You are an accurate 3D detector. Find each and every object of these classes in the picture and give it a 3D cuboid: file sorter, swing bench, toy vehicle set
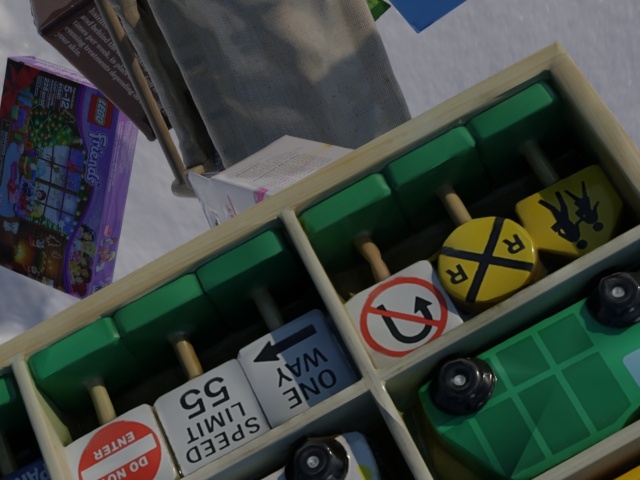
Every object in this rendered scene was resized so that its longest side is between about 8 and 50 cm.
[{"bbox_3d":[0.152,-0.374,1.866,0.170,0.118,0.104,-33,60,13],"label":"file sorter"},{"bbox_3d":[-0.063,-0.156,1.199,0.165,0.254,0.253,-29,112,-14],"label":"swing bench"},{"bbox_3d":[-0.013,0.076,0.372,0.266,0.035,0.166,-29,56,0],"label":"toy vehicle set"}]

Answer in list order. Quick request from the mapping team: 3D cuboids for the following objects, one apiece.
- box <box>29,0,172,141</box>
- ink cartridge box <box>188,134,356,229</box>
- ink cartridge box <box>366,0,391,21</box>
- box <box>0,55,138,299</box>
[{"bbox_3d":[-0.078,-0.286,1.406,0.381,0.191,0.143,-31,46,13],"label":"box"},{"bbox_3d":[0.000,0.000,0.857,0.061,0.181,0.104,-32,114,-21],"label":"ink cartridge box"},{"bbox_3d":[-0.070,-0.273,1.810,0.188,0.097,0.255,38,78,27],"label":"ink cartridge box"},{"bbox_3d":[-0.358,-0.086,1.990,0.200,0.057,0.293,20,108,25],"label":"box"}]
